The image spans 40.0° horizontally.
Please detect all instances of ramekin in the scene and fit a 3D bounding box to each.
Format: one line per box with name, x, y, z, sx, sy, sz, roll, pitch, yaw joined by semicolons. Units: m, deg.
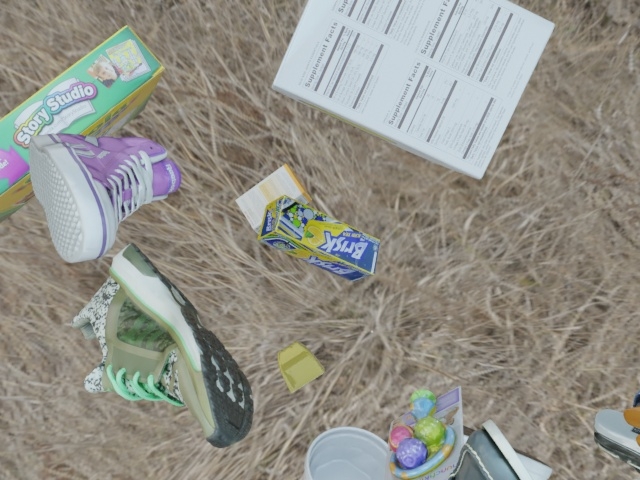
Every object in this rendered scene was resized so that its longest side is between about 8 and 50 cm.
ramekin;0.059;0.507;1.849;0.207;0.109;0.207;10;42;-9

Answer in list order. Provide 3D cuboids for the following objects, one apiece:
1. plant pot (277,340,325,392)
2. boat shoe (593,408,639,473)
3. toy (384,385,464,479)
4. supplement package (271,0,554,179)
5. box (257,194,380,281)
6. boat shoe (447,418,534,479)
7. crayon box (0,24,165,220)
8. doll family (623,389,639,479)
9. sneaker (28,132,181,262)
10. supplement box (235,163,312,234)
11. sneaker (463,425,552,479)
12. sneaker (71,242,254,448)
plant pot;-0.047;0.251;1.792;0.081;0.081;0.083;-32;87;-3
boat shoe;0.573;0.368;1.513;0.078;0.070;0.219;-28;38;-33
toy;0.146;0.296;1.334;0.137;0.237;0.056;-31;101;18
supplement package;0.098;-0.221;1.067;0.262;0.199;0.198;24;97;-7
box;0.000;0.000;1.233;0.169;0.054;0.059;24;64;-26
boat shoe;0.168;0.300;0.912;0.099;0.319;0.116;-24;50;-9
crayon box;-0.455;-0.188;1.523;0.363;0.313;0.106;-43;100;-16
doll family;0.356;0.164;0.849;0.163;0.118;0.263;-31;113;-38
sneaker;-0.219;-0.063;0.949;0.161;0.282;0.102;-3;114;-23
supplement box;-0.072;-0.061;1.342;0.098;0.036;0.062;-35;64;5
sneaker;0.330;0.456;1.750;0.290;0.106;0.123;28;89;-21
sneaker;-0.234;0.176;1.228;0.182;0.158;0.410;-42;41;-4
